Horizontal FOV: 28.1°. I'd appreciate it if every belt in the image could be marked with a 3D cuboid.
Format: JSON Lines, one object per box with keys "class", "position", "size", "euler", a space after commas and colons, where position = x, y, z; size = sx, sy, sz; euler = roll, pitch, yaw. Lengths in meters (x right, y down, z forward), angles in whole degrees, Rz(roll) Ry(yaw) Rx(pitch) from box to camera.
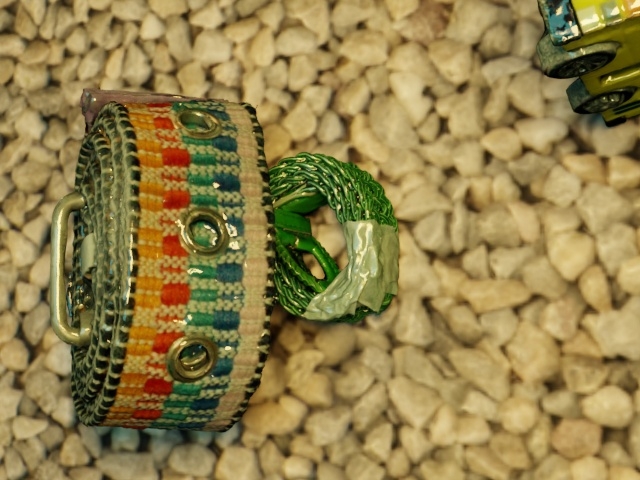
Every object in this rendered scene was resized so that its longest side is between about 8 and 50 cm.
{"class": "belt", "position": [0.000, 0.000, 1.073], "size": [0.121, 0.079, 0.151], "euler": [-28, 75, 22]}
{"class": "belt", "position": [-0.140, 0.009, 1.053], "size": [0.207, 0.160, 0.295], "euler": [168, 104, -68]}

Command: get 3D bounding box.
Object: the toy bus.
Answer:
{"class": "toy bus", "position": [0.221, -0.174, 0.883], "size": [0.150, 0.262, 0.128], "euler": [-18, 78, 17]}
